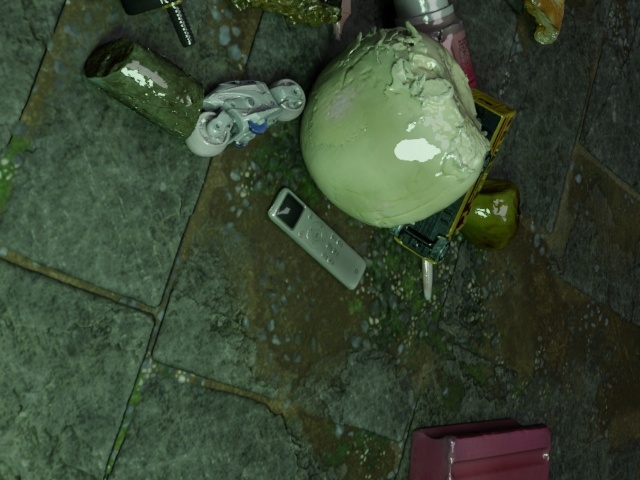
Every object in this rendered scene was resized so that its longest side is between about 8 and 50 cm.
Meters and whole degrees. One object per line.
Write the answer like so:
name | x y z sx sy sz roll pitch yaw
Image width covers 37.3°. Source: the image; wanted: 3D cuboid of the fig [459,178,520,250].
fig | 0.347 -0.063 2.000 0.165 0.144 0.154 17 118 -35

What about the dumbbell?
dumbbell | -0.254 -0.439 1.394 0.143 0.143 0.325 -38 118 -35

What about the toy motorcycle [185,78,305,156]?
toy motorcycle | -0.128 -0.217 1.572 0.254 0.112 0.112 -32 114 -40

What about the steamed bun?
steamed bun | 0.103 -0.198 1.618 0.233 0.312 0.334 36 28 -48

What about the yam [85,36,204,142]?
yam | -0.257 -0.233 1.437 0.183 0.107 0.107 30 73 -36

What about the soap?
soap | 0.346 0.513 2.040 0.359 0.128 0.233 5 88 -44

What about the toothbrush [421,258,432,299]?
toothbrush | 0.220 -0.028 1.947 0.025 0.029 0.307 -11 101 -50

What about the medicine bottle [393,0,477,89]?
medicine bottle | 0.215 -0.375 1.841 0.147 0.147 0.247 -30 113 -38

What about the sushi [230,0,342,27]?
sushi | -0.036 -0.430 1.600 0.212 0.147 0.115 5 85 -51

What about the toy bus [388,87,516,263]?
toy bus | 0.253 -0.123 1.826 0.123 0.121 0.336 -28 144 -53

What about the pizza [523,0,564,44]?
pizza | 0.488 -0.623 2.126 0.182 0.074 0.365 -24 110 -41

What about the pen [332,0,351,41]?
pen | 0.033 -0.463 1.740 0.053 0.032 0.197 2 89 -44

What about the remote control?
remote control | 0.000 0.000 1.743 0.261 0.029 0.067 43 65 -36
